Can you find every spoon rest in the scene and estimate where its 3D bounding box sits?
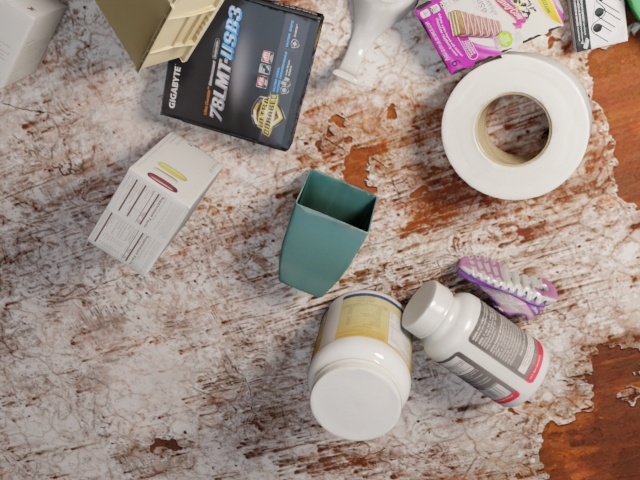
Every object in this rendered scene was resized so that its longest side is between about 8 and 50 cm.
[{"bbox_3d":[0.105,-0.450,1.440,0.137,0.084,0.276,26,103,-6],"label":"spoon rest"}]

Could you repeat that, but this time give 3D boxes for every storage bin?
[{"bbox_3d":[-0.321,-0.496,1.340,0.262,0.123,0.260,59,144,2],"label":"storage bin"}]

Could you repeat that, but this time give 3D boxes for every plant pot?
[{"bbox_3d":[0.000,0.000,1.618,0.166,0.165,0.234,22,123,-2],"label":"plant pot"}]

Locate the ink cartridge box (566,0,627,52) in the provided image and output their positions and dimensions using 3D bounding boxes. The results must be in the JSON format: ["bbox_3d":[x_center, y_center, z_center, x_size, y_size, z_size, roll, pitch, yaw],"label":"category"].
[{"bbox_3d":[0.519,-0.472,1.372,0.097,0.046,0.207,-11,114,13],"label":"ink cartridge box"}]

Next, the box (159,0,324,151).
[{"bbox_3d":[-0.170,-0.367,1.516,0.294,0.073,0.295,16,116,0],"label":"box"}]

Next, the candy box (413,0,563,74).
[{"bbox_3d":[0.318,-0.435,1.366,0.234,0.071,0.159,-20,122,31],"label":"candy box"}]

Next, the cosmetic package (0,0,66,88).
[{"bbox_3d":[-0.659,-0.447,1.504,0.151,0.151,0.183,35,116,-9],"label":"cosmetic package"}]

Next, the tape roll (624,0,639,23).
[{"bbox_3d":[0.715,-0.514,1.306,0.322,0.077,0.321,3,115,7],"label":"tape roll"}]

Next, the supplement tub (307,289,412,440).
[{"bbox_3d":[0.093,0.278,1.646,0.229,0.316,0.228,4,116,7],"label":"supplement tub"}]

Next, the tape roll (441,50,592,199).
[{"bbox_3d":[0.390,-0.229,1.441,0.286,0.100,0.286,9,112,22],"label":"tape roll"}]

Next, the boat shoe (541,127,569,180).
[{"bbox_3d":[0.492,-0.213,1.496,0.066,0.066,0.183,0,106,14],"label":"boat shoe"}]

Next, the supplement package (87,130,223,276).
[{"bbox_3d":[-0.350,-0.087,1.568,0.145,0.262,0.204,34,115,-8],"label":"supplement package"}]

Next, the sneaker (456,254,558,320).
[{"bbox_3d":[0.414,0.116,1.650,0.237,0.095,0.104,22,124,-3],"label":"sneaker"}]

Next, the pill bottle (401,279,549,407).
[{"bbox_3d":[0.349,0.230,1.658,0.319,0.176,0.176,35,115,-11],"label":"pill bottle"}]
